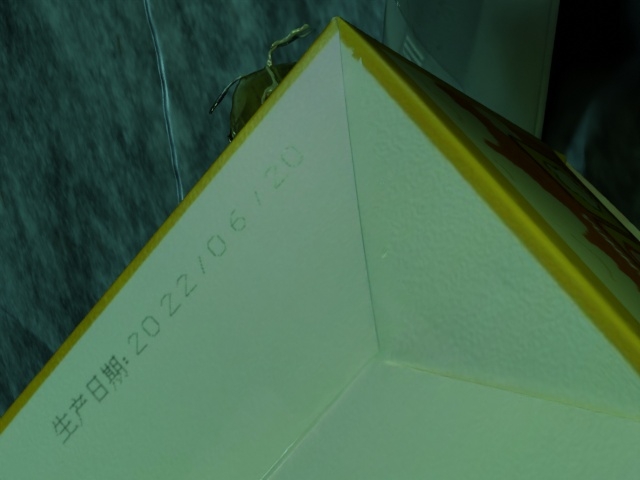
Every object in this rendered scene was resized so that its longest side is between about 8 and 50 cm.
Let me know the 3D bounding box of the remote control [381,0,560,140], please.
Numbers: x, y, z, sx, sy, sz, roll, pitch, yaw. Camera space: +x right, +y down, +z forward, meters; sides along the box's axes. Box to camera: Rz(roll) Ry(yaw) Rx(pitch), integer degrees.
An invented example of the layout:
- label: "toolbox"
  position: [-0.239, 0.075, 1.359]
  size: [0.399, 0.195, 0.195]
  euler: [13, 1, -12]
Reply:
- label: "remote control"
  position: [0.059, -0.097, 0.878]
  size: [0.109, 0.055, 0.313]
  euler: [57, 166, 26]

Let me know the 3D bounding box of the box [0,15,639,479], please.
- label: "box"
  position: [0.040, 0.114, 0.788]
  size: [0.283, 0.214, 0.259]
  euler: [-50, 53, 14]

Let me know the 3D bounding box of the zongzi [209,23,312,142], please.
- label: "zongzi"
  position: [0.000, 0.000, 1.115]
  size: [0.184, 0.084, 0.187]
  euler: [88, 159, -55]
